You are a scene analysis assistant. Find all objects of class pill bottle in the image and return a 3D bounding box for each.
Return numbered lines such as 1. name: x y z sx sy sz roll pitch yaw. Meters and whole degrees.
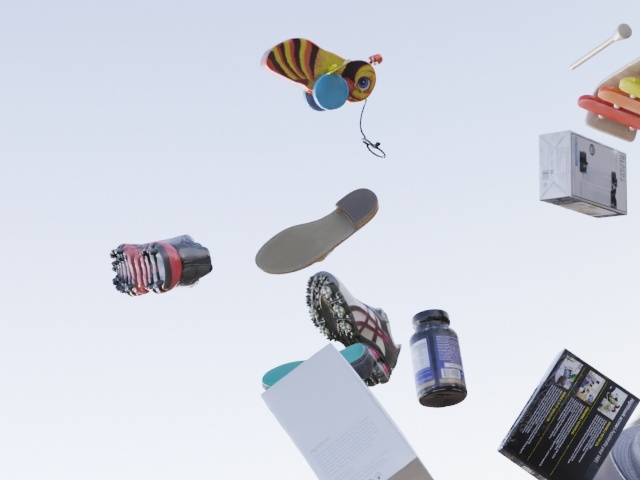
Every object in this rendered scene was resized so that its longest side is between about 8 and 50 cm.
1. pill bottle: 0.280 0.282 2.551 0.122 0.219 0.123 -4 -30 -2

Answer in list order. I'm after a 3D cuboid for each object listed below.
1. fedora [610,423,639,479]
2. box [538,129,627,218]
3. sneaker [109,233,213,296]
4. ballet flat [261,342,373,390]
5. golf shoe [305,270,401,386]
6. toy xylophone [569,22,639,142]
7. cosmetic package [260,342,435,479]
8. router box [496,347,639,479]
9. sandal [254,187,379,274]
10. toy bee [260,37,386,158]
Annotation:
1. fedora: 0.633 0.354 1.792 0.243 0.275 0.124 -4 -58 -14
2. box: 0.648 -0.159 2.592 0.087 0.169 0.290 -7 -13 42
3. sneaker: -0.281 0.044 1.871 0.135 0.098 0.276 -10 3 -32
4. ballet flat: 0.000 0.239 1.833 0.203 0.074 0.074 -19 -22 13
5. golf shoe: 0.065 0.159 2.085 0.105 0.273 0.120 -9 29 43
6. toy xylophone: 0.589 -0.286 1.924 0.236 0.081 0.323 15 -19 -8
7. cosmetic package: 0.051 0.306 1.570 0.138 0.225 0.224 -38 -31 -4
8. router box: 0.359 0.267 1.527 0.179 0.133 0.046 -53 -8 -16
9. sandal: 0.003 0.004 1.832 0.240 0.088 0.079 -33 -31 -9
10. toy bee: 0.036 -0.319 2.071 0.298 0.195 0.162 38 -98 -37
